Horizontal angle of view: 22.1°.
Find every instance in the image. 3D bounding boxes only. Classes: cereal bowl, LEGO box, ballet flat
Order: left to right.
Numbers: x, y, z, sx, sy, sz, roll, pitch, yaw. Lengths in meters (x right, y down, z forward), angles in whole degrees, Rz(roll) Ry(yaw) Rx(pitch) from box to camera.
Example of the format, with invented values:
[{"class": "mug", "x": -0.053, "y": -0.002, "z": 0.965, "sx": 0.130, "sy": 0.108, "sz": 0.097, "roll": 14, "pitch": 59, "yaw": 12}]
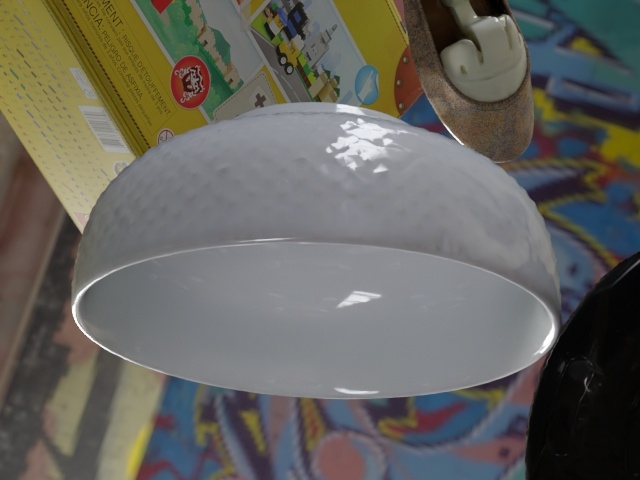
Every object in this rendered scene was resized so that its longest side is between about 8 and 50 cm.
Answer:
[{"class": "LEGO box", "x": -0.143, "y": -0.240, "z": 1.611, "sx": 0.372, "sy": 0.193, "sz": 0.500, "roll": -50, "pitch": -52, "yaw": -31}, {"class": "cereal bowl", "x": 0.000, "y": 0.000, "z": 1.152, "sx": 0.339, "sy": 0.339, "sz": 0.141, "roll": 104, "pitch": 171, "yaw": -68}, {"class": "ballet flat", "x": 0.130, "y": -0.220, "z": 1.547, "sx": 0.316, "sy": 0.108, "sz": 0.106, "roll": 66, "pitch": 167, "yaw": -6}]

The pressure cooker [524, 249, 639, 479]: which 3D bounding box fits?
[{"class": "pressure cooker", "x": 0.393, "y": 0.181, "z": 1.224, "sx": 0.420, "sy": 0.376, "sz": 0.369, "roll": 16, "pitch": -103, "yaw": -57}]
